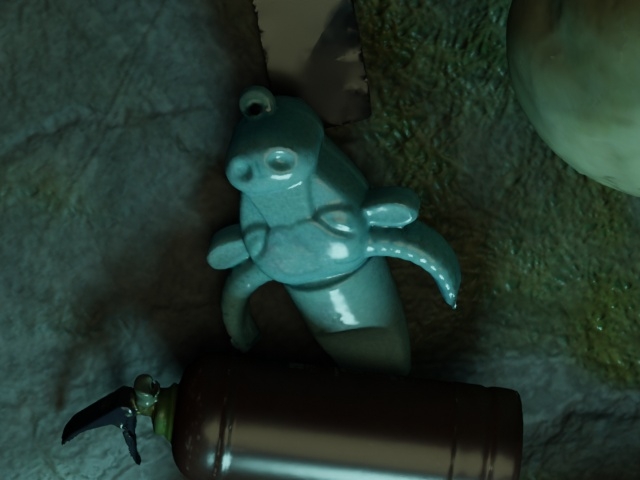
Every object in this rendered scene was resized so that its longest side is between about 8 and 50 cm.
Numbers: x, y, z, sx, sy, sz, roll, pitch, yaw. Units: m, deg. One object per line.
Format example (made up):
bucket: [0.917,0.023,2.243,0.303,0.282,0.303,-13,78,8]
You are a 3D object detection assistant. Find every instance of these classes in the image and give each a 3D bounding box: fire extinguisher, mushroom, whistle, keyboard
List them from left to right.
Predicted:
fire extinguisher: [-0.026,0.151,1.248,0.344,0.102,0.138,7,145,-4]
keyboard: [-0.013,-0.174,1.193,0.074,0.015,0.196,-13,111,-3]
whistle: [0.000,0.000,1.216,0.186,0.093,0.274,-14,122,19]
mushroom: [0.297,-0.191,1.144,0.314,0.314,0.336,15,76,-16]
